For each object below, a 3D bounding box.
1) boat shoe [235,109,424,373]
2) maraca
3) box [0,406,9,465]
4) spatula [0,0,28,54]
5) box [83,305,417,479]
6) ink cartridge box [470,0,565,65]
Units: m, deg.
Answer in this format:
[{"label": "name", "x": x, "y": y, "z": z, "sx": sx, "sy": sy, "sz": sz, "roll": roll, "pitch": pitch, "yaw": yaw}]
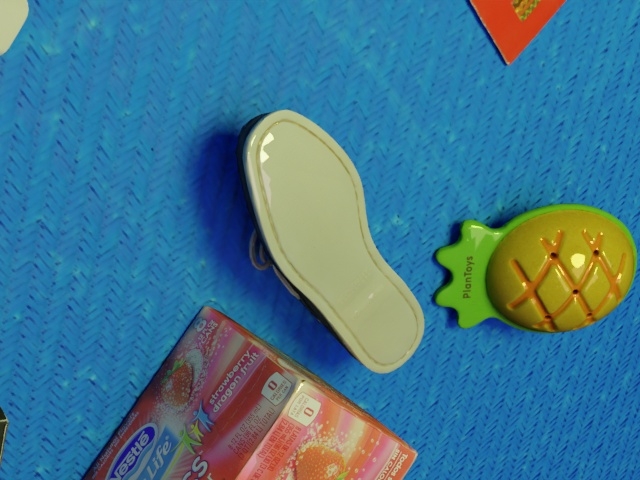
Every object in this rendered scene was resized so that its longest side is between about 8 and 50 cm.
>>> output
[{"label": "boat shoe", "x": 0.000, "y": 0.000, "z": 0.770, "sx": 0.095, "sy": 0.079, "sz": 0.254, "roll": -47, "pitch": 129, "yaw": -12}, {"label": "maraca", "x": 0.194, "y": 0.028, "z": 0.904, "sx": 0.185, "sy": 0.099, "sz": 0.127, "roll": -3, "pitch": 110, "yaw": -5}, {"label": "box", "x": -0.356, "y": 0.244, "z": 0.628, "sx": 0.257, "sy": 0.079, "sz": 0.322, "roll": 4, "pitch": 106, "yaw": -37}, {"label": "spatula", "x": -0.302, "y": -0.125, "z": 0.559, "sx": 0.242, "sy": 0.019, "sz": 0.168, "roll": 28, "pitch": 97, "yaw": -37}, {"label": "box", "x": -0.092, "y": 0.224, "z": 0.751, "sx": 0.142, "sy": 0.154, "sz": 0.300, "roll": 38, "pitch": 84, "yaw": -38}, {"label": "ink cartridge box", "x": 0.196, "y": -0.310, "z": 0.793, "sx": 0.275, "sy": 0.060, "sz": 0.239, "roll": -49, "pitch": 126, "yaw": -8}]
